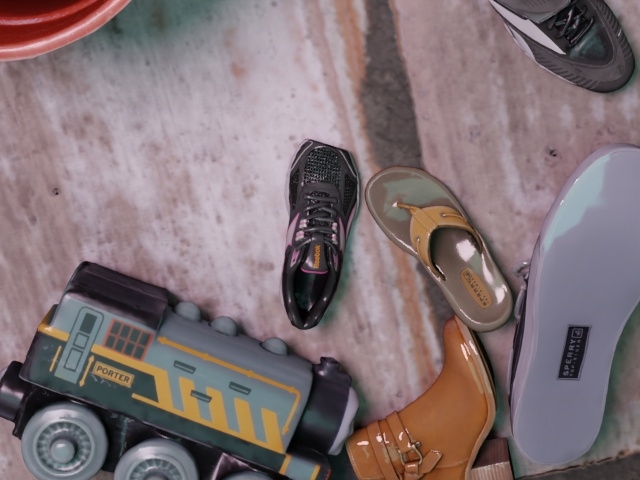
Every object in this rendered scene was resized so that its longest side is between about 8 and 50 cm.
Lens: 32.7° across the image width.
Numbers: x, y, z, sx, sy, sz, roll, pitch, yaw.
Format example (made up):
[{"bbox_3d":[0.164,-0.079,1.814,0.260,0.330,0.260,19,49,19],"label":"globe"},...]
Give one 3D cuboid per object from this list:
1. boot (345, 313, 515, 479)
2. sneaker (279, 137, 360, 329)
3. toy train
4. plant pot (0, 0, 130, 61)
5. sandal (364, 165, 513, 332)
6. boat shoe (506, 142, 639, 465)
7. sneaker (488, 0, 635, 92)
[{"bbox_3d":[0.096,0.171,1.042,0.152,0.073,0.197,-11,102,10],"label":"boot"},{"bbox_3d":[0.000,0.000,0.983,0.072,0.077,0.178,2,107,-2],"label":"sneaker"},{"bbox_3d":[-0.128,0.154,1.007,0.333,0.142,0.190,22,96,-7],"label":"toy train"},{"bbox_3d":[-0.218,-0.285,0.797,0.272,0.265,0.273,0,107,-1],"label":"plant pot"},{"bbox_3d":[0.111,0.004,0.982,0.072,0.049,0.180,-37,83,1],"label":"sandal"},{"bbox_3d":[0.231,0.050,0.986,0.113,0.105,0.306,2,114,-5],"label":"boat shoe"},{"bbox_3d":[0.179,-0.205,0.904,0.078,0.106,0.234,-42,103,13],"label":"sneaker"}]
